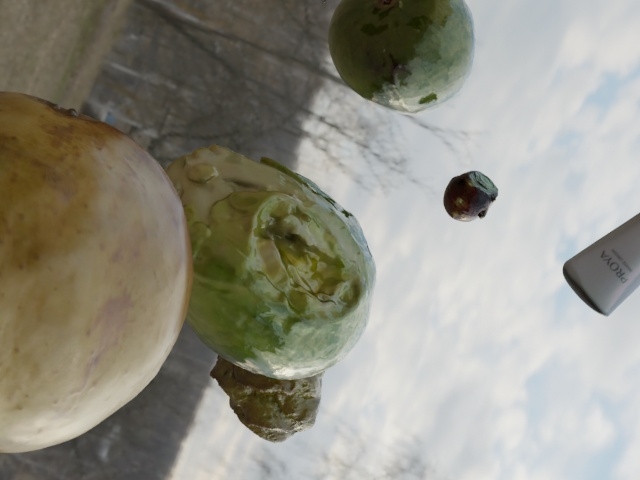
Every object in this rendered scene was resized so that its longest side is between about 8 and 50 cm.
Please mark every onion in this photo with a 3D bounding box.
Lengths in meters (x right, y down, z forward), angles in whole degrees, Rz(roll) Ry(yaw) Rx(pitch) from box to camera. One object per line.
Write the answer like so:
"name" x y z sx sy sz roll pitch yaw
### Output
"onion" 0.317 -0.089 2.246 0.118 0.117 0.119 -2 -94 41

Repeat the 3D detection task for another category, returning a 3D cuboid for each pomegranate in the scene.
"pomegranate" -0.322 0.059 1.042 0.410 0.410 0.410 -158 -90 -81

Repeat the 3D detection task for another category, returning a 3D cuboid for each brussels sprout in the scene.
"brussels sprout" -0.072 0.026 1.393 0.268 0.344 0.344 -36 -175 -9

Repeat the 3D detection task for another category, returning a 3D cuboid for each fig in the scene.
"fig" 0.179 -0.386 2.139 0.316 0.316 0.316 -158 -90 -81

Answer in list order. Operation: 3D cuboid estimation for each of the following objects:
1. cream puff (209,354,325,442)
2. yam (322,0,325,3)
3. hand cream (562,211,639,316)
"cream puff" -0.082 0.224 1.842 0.244 0.196 0.244 -40 -142 40
"yam" -0.023 -0.502 1.931 0.084 0.127 0.084 -51 -163 22
"hand cream" 0.400 -0.006 1.259 0.255 0.079 0.048 -35 162 -18
